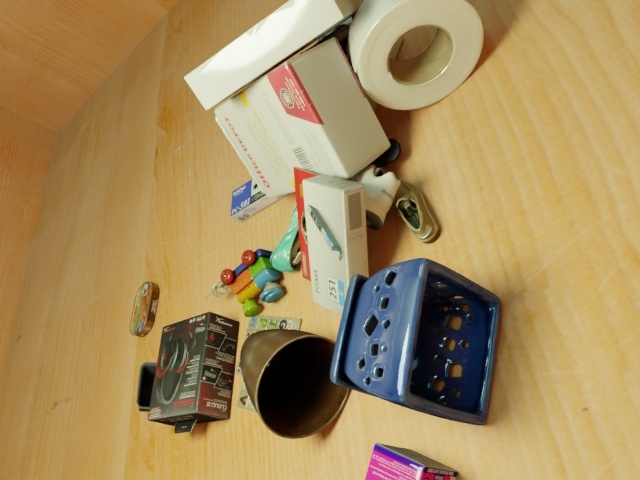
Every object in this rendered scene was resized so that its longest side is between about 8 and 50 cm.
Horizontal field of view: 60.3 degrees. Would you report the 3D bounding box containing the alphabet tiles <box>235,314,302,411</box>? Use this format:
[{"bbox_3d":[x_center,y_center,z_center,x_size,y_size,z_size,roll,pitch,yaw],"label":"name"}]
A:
[{"bbox_3d":[-0.142,0.305,1.379,0.198,0.009,0.237,-4,66,44],"label":"alphabet tiles"}]

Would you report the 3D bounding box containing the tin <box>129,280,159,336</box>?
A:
[{"bbox_3d":[-0.594,0.232,1.862,0.106,0.040,0.189,-17,57,34],"label":"tin"}]

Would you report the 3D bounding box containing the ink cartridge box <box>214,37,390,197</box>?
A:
[{"bbox_3d":[-0.059,-0.277,1.340,0.160,0.279,0.385,-40,19,-29],"label":"ink cartridge box"}]

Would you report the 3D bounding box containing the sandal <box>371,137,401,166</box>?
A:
[{"bbox_3d":[0.147,-0.208,1.349,0.179,0.040,0.067,7,68,62],"label":"sandal"}]

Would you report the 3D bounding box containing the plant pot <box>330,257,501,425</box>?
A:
[{"bbox_3d":[0.158,0.179,0.978,0.212,0.236,0.235,-8,64,50],"label":"plant pot"}]

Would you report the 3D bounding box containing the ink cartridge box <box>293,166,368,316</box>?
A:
[{"bbox_3d":[0.000,0.000,1.234,0.261,0.066,0.296,22,123,49],"label":"ink cartridge box"}]

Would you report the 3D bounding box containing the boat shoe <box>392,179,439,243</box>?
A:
[{"bbox_3d":[0.192,-0.077,1.197,0.068,0.072,0.190,-47,42,17],"label":"boat shoe"}]

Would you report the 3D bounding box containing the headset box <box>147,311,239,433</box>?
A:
[{"bbox_3d":[-0.339,0.361,1.471,0.218,0.110,0.293,-20,55,37],"label":"headset box"}]

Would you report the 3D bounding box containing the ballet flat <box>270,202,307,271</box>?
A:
[{"bbox_3d":[-0.041,-0.028,1.419,0.087,0.083,0.247,23,86,25],"label":"ballet flat"}]

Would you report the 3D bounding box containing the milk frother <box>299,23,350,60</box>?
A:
[{"bbox_3d":[0.047,-0.423,1.336,0.135,0.143,0.129,-41,41,-17],"label":"milk frother"}]

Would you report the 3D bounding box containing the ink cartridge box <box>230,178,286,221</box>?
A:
[{"bbox_3d":[-0.181,-0.142,1.636,0.207,0.046,0.097,-27,50,34],"label":"ink cartridge box"}]

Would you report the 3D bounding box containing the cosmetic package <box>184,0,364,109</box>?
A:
[{"bbox_3d":[-0.094,-0.460,1.260,0.377,0.097,0.284,-25,16,27],"label":"cosmetic package"}]

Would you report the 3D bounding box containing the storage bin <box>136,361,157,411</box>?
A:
[{"bbox_3d":[-0.485,0.435,1.607,0.091,0.098,0.135,124,148,-52],"label":"storage bin"}]

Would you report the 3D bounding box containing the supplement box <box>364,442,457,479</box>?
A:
[{"bbox_3d":[0.131,0.473,0.927,0.114,0.111,0.220,8,75,47],"label":"supplement box"}]

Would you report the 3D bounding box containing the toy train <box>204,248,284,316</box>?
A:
[{"bbox_3d":[-0.206,0.145,1.474,0.248,0.105,0.143,-40,58,23],"label":"toy train"}]

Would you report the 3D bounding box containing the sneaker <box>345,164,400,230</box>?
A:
[{"bbox_3d":[0.092,-0.114,1.287,0.129,0.111,0.297,-54,30,-3],"label":"sneaker"}]

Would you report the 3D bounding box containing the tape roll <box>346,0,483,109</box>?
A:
[{"bbox_3d":[0.205,-0.432,1.217,0.286,0.286,0.100,-37,47,26],"label":"tape roll"}]

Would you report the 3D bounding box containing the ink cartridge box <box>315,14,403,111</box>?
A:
[{"bbox_3d":[0.040,-0.441,1.508,0.272,0.130,0.309,12,78,47],"label":"ink cartridge box"}]

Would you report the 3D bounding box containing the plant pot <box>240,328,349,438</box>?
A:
[{"bbox_3d":[-0.085,0.281,1.205,0.230,0.215,0.215,14,79,60],"label":"plant pot"}]
